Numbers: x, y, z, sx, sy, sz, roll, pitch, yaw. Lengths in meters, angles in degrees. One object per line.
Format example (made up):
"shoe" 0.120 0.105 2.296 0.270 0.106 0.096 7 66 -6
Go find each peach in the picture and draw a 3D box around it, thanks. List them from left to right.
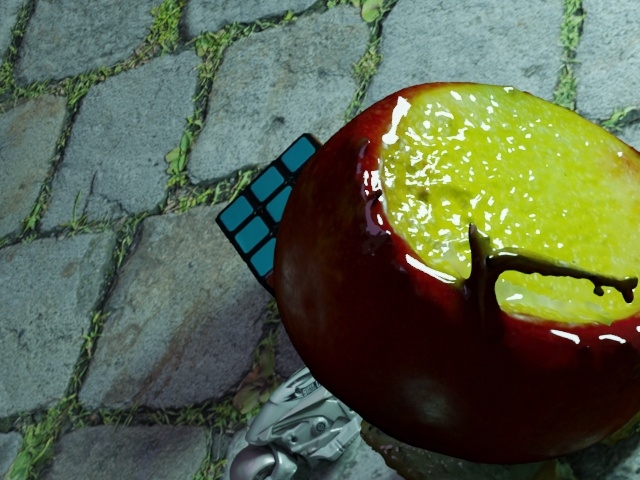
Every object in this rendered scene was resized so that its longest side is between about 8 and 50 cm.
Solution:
"peach" 0.146 0.046 1.573 0.310 0.405 0.335 -56 46 36

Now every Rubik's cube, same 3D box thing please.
"Rubik's cube" 0.000 0.000 2.021 0.162 0.163 0.160 -42 39 3

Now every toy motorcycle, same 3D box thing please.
"toy motorcycle" -0.012 0.190 1.917 0.254 0.112 0.112 -48 39 -1

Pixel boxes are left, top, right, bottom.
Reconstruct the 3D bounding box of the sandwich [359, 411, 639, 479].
"sandwich" 0.202 0.172 1.745 0.273 0.095 0.249 -49 42 -3
